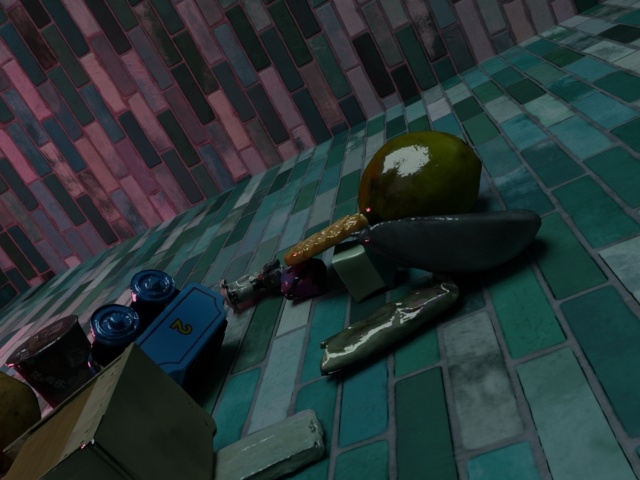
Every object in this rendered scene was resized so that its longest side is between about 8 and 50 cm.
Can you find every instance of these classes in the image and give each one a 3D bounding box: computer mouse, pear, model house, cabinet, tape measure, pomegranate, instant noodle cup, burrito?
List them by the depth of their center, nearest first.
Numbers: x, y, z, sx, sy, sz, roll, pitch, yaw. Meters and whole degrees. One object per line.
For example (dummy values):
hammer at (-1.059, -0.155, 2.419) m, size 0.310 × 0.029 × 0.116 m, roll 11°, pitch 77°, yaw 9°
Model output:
cabinet at (-0.362, 0.393, 0.971) m, size 0.318 × 0.227 × 0.290 m, roll -38°, pitch 18°, yaw 6°
burrito at (0.126, 0.161, 1.152) m, size 0.309 × 0.066 × 0.096 m, roll -31°, pitch 15°, yaw -3°
computer mouse at (0.244, 0.007, 1.203) m, size 0.371 × 0.122 × 0.188 m, roll -2°, pitch -5°, yaw 8°
model house at (0.117, 0.046, 1.374) m, size 0.149 × 0.127 × 0.100 m, roll -27°, pitch 19°, yaw 18°
pear at (0.240, -0.135, 1.471) m, size 0.321 × 0.269 × 0.269 m, roll -44°, pitch 22°, yaw -16°
pomegranate at (-0.841, 0.452, 1.507) m, size 0.281 × 0.281 × 0.281 m, roll -26°, pitch 19°, yaw 10°
tape measure at (-0.043, 0.101, 1.553) m, size 0.118 × 0.074 × 0.125 m, roll -19°, pitch 25°, yaw 30°
instant noodle cup at (-0.709, 0.349, 1.679) m, size 0.217 × 0.207 × 0.217 m, roll -25°, pitch 19°, yaw 9°

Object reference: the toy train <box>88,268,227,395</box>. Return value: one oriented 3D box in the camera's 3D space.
toy train at (-0.368, 0.228, 1.386) m, size 0.300 × 0.265 × 0.188 m, roll -56°, pitch -11°, yaw -52°

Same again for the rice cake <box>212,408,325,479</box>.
rice cake at (-0.090, 0.356, 1.008) m, size 0.211 × 0.038 × 0.124 m, roll -29°, pitch 18°, yaw 1°

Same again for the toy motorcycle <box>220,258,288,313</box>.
toy motorcycle at (-0.185, 0.125, 1.666) m, size 0.221 × 0.102 × 0.150 m, roll -22°, pitch 7°, yaw 22°

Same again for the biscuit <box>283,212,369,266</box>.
biscuit at (0.000, 0.000, 1.490) m, size 0.204 × 0.040 × 0.309 m, roll -31°, pitch 3°, yaw -10°
